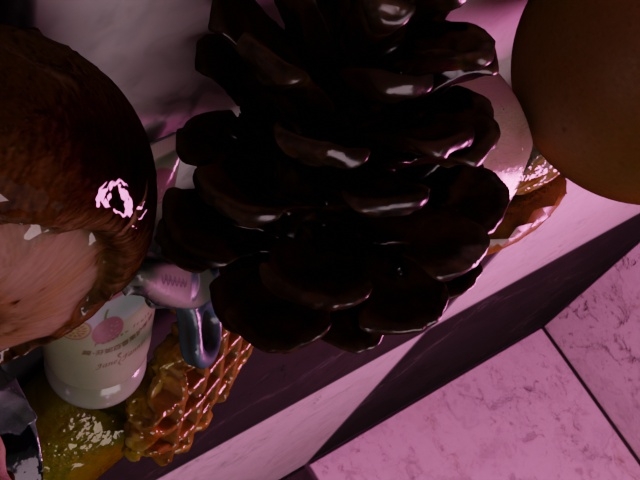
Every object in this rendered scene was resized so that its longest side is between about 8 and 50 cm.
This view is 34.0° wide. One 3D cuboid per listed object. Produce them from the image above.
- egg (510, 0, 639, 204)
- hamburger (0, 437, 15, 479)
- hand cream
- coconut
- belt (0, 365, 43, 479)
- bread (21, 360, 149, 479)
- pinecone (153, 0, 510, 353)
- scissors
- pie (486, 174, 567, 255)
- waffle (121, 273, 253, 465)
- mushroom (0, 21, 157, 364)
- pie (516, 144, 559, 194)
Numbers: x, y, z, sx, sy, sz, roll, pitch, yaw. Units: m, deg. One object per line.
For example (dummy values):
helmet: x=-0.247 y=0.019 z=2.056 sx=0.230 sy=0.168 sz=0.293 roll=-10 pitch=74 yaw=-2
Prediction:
egg: x=0.312 y=-0.167 z=0.916 sx=0.322 sy=0.250 sz=0.250 roll=-31 pitch=166 yaw=-35
hamburger: x=-0.341 y=0.177 z=0.667 sx=0.276 sy=0.276 sz=0.237 roll=-29 pitch=153 yaw=-17
hand cream: x=-0.184 y=0.034 z=0.862 sx=0.147 sy=0.093 sz=0.306 roll=-29 pitch=154 yaw=-28
coconut: x=0.092 y=-0.082 z=0.894 sx=0.171 sy=0.171 sz=0.183 roll=-45 pitch=166 yaw=34
belt: x=-0.312 y=0.191 z=0.934 sx=0.078 sy=0.151 sz=0.198 roll=-15 pitch=146 yaw=-38
bread: x=-0.330 y=0.257 z=1.151 sx=0.383 sy=0.112 sz=0.166 roll=-39 pitch=164 yaw=20
pinecone: x=0.009 y=-0.058 z=0.684 sx=0.244 sy=0.244 sz=0.309 roll=-26 pitch=144 yaw=-25
scissors: x=-0.112 y=0.034 z=0.816 sx=0.041 sy=0.138 sz=0.289 roll=4 pitch=175 yaw=8
pie: x=0.201 y=-0.021 z=1.386 sx=0.273 sy=0.069 sz=0.273 roll=-21 pitch=-176 yaw=1
waffle: x=-0.124 y=0.115 z=1.067 sx=0.253 sy=0.056 sz=0.249 roll=-58 pitch=164 yaw=-13
mushroom: x=-0.220 y=0.001 z=0.541 sx=0.278 sy=0.163 sz=0.297 roll=-43 pitch=163 yaw=1
pie: x=0.278 y=-0.139 z=1.228 sx=0.201 sy=0.090 sz=0.248 roll=-38 pitch=168 yaw=-25
